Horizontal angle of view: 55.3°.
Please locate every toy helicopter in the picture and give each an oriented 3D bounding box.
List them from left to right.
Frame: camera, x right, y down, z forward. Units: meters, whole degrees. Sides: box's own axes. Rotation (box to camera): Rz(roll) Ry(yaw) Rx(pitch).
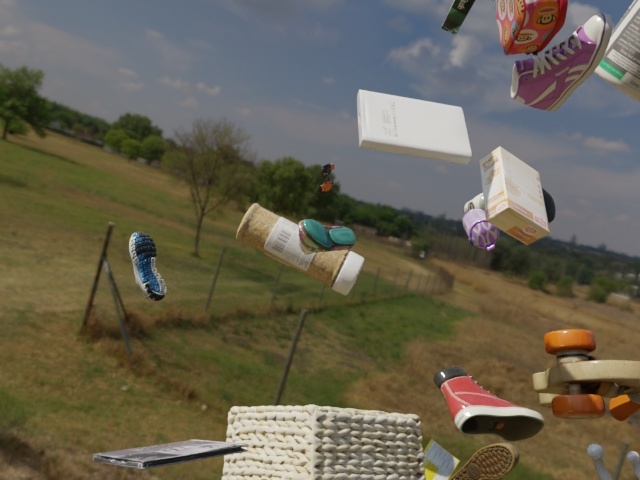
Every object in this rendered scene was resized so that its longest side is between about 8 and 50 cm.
[{"bbox_3d":[0.510,0.272,1.142,0.234,0.140,0.355,0,-22,2],"label":"toy helicopter"}]

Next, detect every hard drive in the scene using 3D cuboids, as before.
[{"bbox_3d":[0.294,-0.363,1.944,0.352,0.233,0.047,7,-37,-10],"label":"hard drive"}]

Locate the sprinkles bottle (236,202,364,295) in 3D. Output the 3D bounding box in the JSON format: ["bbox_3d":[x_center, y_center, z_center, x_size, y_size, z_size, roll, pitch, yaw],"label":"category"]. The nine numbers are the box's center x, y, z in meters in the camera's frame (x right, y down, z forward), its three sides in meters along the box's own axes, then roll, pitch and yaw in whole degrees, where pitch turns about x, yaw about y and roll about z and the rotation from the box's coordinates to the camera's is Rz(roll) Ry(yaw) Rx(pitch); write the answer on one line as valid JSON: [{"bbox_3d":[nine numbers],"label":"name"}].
[{"bbox_3d":[-0.056,0.024,1.718,0.355,0.121,0.121,27,4,2],"label":"sprinkles bottle"}]

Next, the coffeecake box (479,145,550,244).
[{"bbox_3d":[0.447,-0.103,1.414,0.142,0.186,0.068,26,-41,-26],"label":"coffeecake box"}]

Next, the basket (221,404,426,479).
[{"bbox_3d":[0.008,0.484,1.251,0.331,0.267,0.328,17,-23,-36],"label":"basket"}]

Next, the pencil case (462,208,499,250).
[{"bbox_3d":[0.449,-0.034,1.708,0.088,0.086,0.206,55,15,-7],"label":"pencil case"}]

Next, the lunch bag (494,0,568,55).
[{"bbox_3d":[0.463,-0.582,1.403,0.120,0.293,0.258,-5,-7,2],"label":"lunch bag"}]

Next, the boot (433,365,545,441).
[{"bbox_3d":[0.376,0.356,1.376,0.244,0.088,0.176,16,26,-25],"label":"boot"}]

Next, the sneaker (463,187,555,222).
[{"bbox_3d":[0.603,-0.110,1.957,0.330,0.123,0.146,4,-8,-27],"label":"sneaker"}]

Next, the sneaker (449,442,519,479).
[{"bbox_3d":[0.349,0.462,1.250,0.086,0.192,0.064,-1,49,-39],"label":"sneaker"}]

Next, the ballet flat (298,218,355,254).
[{"bbox_3d":[0.000,0.000,1.412,0.079,0.077,0.221,-30,-17,28],"label":"ballet flat"}]

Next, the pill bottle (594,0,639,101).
[{"bbox_3d":[0.880,-0.549,1.552,0.204,0.361,0.204,21,32,-14],"label":"pill bottle"}]

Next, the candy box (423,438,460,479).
[{"bbox_3d":[0.319,0.702,1.809,0.105,0.206,0.027,39,-33,9],"label":"candy box"}]

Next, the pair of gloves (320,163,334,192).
[{"bbox_3d":[0.021,-0.187,1.812,0.010,0.083,0.074,12,22,28],"label":"pair of gloves"}]

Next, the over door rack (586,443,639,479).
[{"bbox_3d":[0.491,0.254,0.808,0.239,0.324,0.108,-23,61,-18],"label":"over door rack"}]

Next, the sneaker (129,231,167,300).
[{"bbox_3d":[-0.470,0.072,1.614,0.071,0.191,0.083,-12,-4,-39],"label":"sneaker"}]

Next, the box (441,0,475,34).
[{"bbox_3d":[0.437,-0.741,1.678,0.058,0.232,0.322,26,-6,3],"label":"box"}]

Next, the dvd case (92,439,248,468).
[{"bbox_3d":[-0.266,0.380,1.098,0.164,0.018,0.221,-13,-16,42],"label":"dvd case"}]

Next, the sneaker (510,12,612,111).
[{"bbox_3d":[0.571,-0.437,1.492,0.161,0.102,0.282,12,-41,-13],"label":"sneaker"}]
